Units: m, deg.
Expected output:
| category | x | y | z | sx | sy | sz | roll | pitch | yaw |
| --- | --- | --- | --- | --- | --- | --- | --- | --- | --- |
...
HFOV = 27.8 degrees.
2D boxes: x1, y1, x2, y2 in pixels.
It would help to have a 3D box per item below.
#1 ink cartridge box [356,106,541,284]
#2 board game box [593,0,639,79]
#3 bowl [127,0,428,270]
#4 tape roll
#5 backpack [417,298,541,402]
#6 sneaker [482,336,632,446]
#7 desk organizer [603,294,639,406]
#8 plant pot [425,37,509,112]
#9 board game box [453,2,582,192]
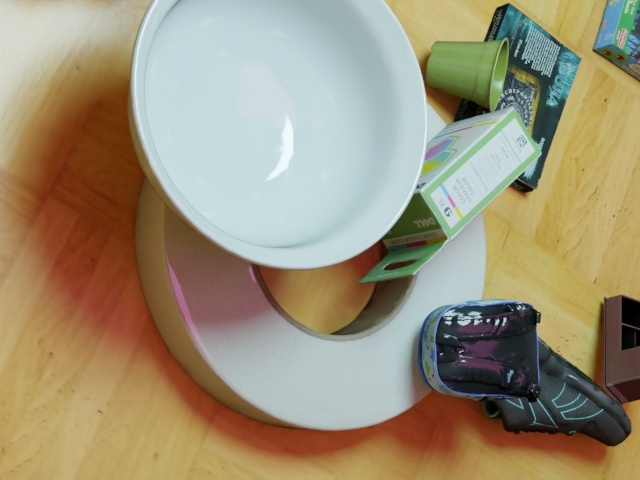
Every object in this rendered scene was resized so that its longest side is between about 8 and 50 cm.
| category | x | y | z | sx | sy | sz | roll | pitch | yaw |
| --- | --- | --- | --- | --- | --- | --- | --- | --- | --- |
| ink cartridge box | 0.114 | -0.046 | 1.297 | 0.209 | 0.109 | 0.062 | -42 | 106 | -28 |
| board game box | 0.453 | -0.265 | 1.654 | 0.211 | 0.039 | 0.160 | 28 | 71 | -27 |
| bowl | -0.059 | -0.113 | 1.186 | 0.298 | 0.134 | 0.298 | 5 | 81 | -31 |
| tape roll | 0.000 | 0.000 | 1.329 | 0.392 | 0.072 | 0.392 | 3 | 84 | -31 |
| backpack | 0.156 | 0.112 | 1.319 | 0.114 | 0.084 | 0.105 | 2 | 86 | -19 |
| sneaker | 0.243 | 0.171 | 1.461 | 0.267 | 0.101 | 0.106 | 37 | 93 | -27 |
| desk organizer | 0.365 | 0.123 | 1.518 | 0.047 | 0.050 | 0.130 | 44 | 40 | -35 |
| plant pot | 0.161 | -0.190 | 1.438 | 0.083 | 0.079 | 0.083 | 12 | 90 | -74 |
| board game box | 0.229 | -0.166 | 1.512 | 0.126 | 0.026 | 0.186 | 32 | 69 | -25 |
